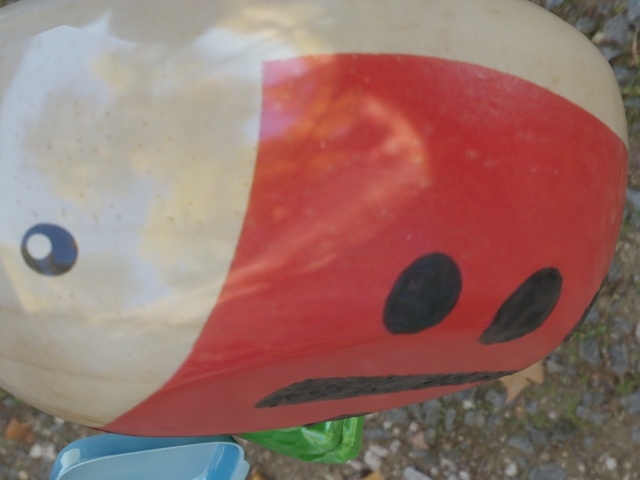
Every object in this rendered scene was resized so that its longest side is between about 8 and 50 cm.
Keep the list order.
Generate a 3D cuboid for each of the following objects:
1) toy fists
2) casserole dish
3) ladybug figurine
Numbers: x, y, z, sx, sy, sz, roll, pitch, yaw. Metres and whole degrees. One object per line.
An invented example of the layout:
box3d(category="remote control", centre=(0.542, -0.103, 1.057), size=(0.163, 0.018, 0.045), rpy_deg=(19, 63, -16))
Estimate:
box3d(category="toy fists", centre=(-0.046, 0.115, 0.890), size=(0.142, 0.096, 0.279), rpy_deg=(17, 163, 27))
box3d(category="casserole dish", centre=(-0.153, 0.200, 0.924), size=(0.037, 0.188, 0.114), rpy_deg=(62, 142, 39))
box3d(category="ladybug figurine", centre=(0.000, 0.000, 0.558), size=(0.305, 0.449, 0.162), rpy_deg=(-37, 62, 44))
